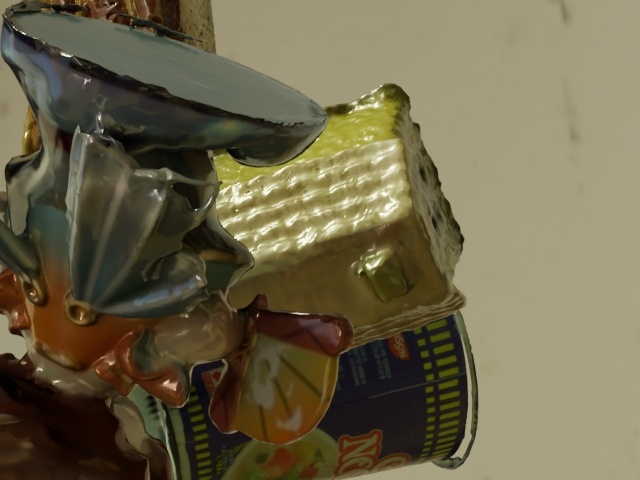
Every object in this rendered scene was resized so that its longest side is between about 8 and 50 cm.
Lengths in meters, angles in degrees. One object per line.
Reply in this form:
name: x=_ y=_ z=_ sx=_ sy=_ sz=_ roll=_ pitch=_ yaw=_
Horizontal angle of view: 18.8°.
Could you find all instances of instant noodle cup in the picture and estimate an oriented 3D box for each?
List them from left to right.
instant noodle cup: x=-0.038 y=0.140 z=1.960 sx=0.312 sy=0.284 sz=0.284 roll=-15 pitch=-22 yaw=-20

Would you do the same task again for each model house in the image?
model house: x=0.000 y=0.000 z=1.478 sx=0.193 sy=0.175 sz=0.234 roll=-17 pitch=12 yaw=9

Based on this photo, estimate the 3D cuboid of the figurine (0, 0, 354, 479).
figurine: x=-0.150 y=0.083 z=1.049 sx=0.276 sy=0.388 sz=0.248 roll=27 pitch=15 yaw=25

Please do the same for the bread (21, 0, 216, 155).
bread: x=-0.198 y=-0.172 z=1.878 sx=0.184 sy=0.275 sz=0.114 roll=-9 pitch=-17 yaw=14
